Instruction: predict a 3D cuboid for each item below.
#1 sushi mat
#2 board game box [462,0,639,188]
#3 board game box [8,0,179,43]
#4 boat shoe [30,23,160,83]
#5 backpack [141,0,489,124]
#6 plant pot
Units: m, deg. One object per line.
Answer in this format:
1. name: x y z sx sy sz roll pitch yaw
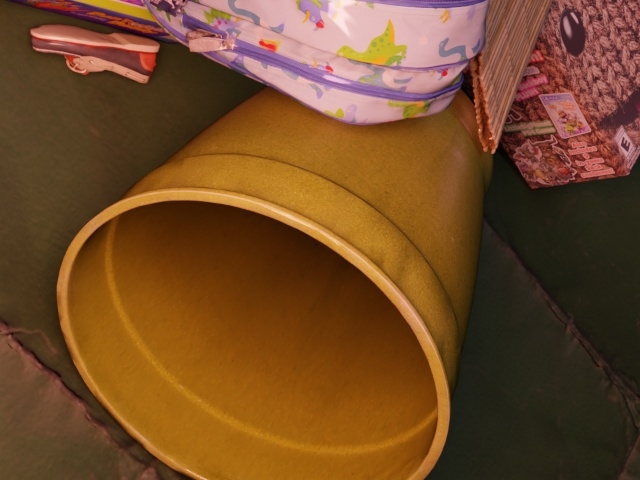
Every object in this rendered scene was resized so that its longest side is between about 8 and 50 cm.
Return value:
1. sushi mat: 0.196 -0.238 1.741 0.316 0.019 0.151 -64 153 -44
2. board game box: 0.268 -0.245 2.009 0.291 0.141 0.232 53 52 -26
3. board game box: -0.186 -0.380 1.690 0.233 0.078 0.347 8 86 -47
4. boat shoe: -0.217 -0.178 1.705 0.137 0.049 0.043 4 115 -38
5. backpack: -0.003 -0.250 1.574 0.290 0.355 0.273 -8 104 -47
6. plant pot: 0.000 0.000 1.657 0.366 0.366 0.353 48 43 -17
